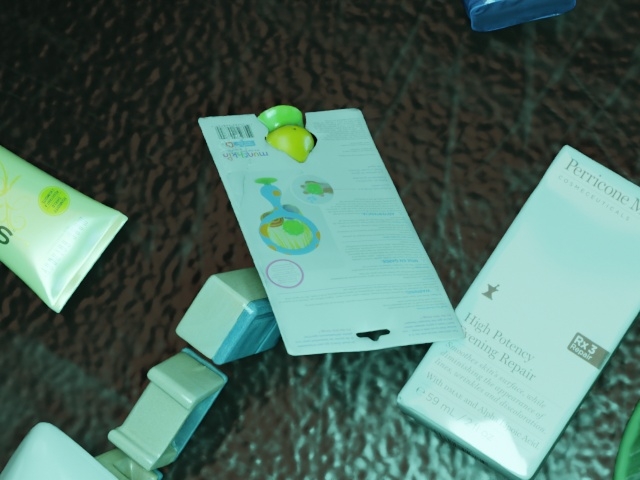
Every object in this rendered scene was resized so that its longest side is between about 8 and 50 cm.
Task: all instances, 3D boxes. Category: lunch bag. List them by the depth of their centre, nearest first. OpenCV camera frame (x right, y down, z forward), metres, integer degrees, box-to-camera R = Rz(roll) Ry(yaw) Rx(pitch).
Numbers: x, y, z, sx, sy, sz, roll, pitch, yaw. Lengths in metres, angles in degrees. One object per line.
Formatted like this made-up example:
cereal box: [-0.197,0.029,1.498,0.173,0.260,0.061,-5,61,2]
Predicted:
lunch bag: [0.156,-0.211,1.354,0.098,0.067,0.065,-12,77,1]

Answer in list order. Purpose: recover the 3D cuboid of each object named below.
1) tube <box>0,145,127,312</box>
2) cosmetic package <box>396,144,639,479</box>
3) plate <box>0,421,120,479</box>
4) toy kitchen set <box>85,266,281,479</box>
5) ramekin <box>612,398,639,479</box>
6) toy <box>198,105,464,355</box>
tube: [-0.273,-0.049,1.365,0.240,0.062,0.070,35,123,7]
cosmetic package: [0.167,0.057,1.284,0.117,0.085,0.231,31,83,11]
plate: [-0.179,0.319,1.239,0.277,0.045,0.278,37,100,11]
toy kitchen set: [-0.052,0.151,1.285,0.166,0.122,0.207,36,103,12]
ramekin: [0.359,0.182,1.202,0.303,0.148,0.303,-1,77,5]
toy: [0.000,0.000,1.294,0.137,0.056,0.237,-5,52,-22]
